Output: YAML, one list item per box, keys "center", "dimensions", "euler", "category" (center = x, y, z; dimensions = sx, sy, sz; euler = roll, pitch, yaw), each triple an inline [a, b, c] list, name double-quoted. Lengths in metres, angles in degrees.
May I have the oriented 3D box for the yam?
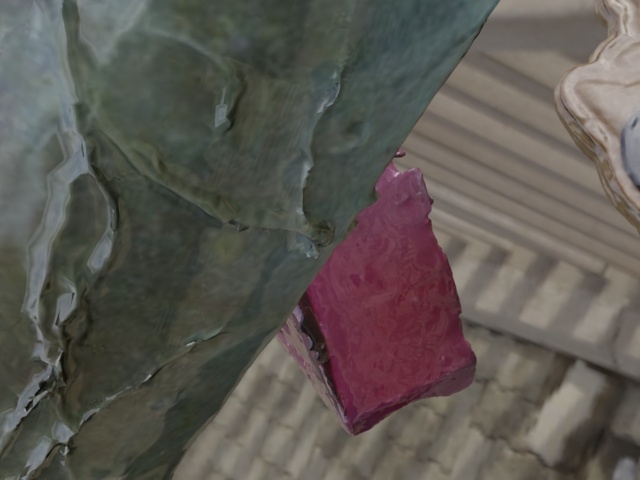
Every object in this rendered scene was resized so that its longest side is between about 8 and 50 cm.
- center: [-0.082, -0.049, 0.425]
  dimensions: [0.202, 0.201, 0.271]
  euler: [-90, 22, -59]
  category: "yam"

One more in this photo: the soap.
- center: [0.000, 0.000, 0.903]
  dimensions: [0.099, 0.162, 0.250]
  euler: [-27, 23, -7]
  category: "soap"

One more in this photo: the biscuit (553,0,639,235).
- center: [0.285, -0.088, 1.006]
  dimensions: [0.290, 0.208, 0.041]
  euler: [59, 173, 16]
  category: "biscuit"
